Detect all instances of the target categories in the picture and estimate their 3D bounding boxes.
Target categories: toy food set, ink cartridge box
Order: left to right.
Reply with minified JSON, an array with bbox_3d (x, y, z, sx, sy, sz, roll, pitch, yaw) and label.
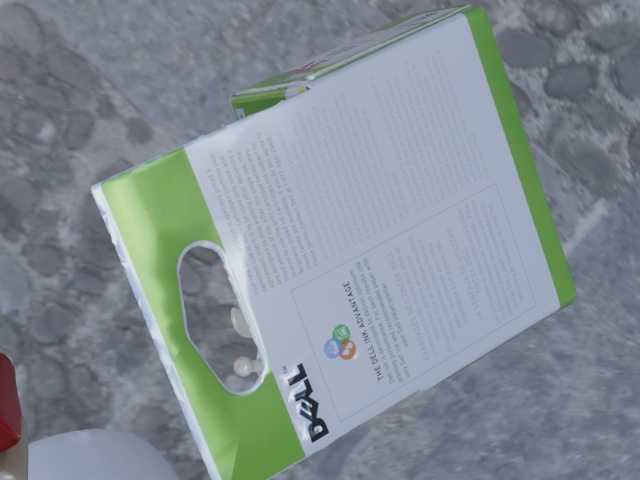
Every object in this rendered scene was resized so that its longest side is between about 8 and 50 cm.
[{"bbox_3d":[-0.290,0.127,1.000,0.111,0.232,0.104,-31,31,8],"label":"toy food set"},{"bbox_3d":[0.000,0.000,0.744,0.255,0.097,0.189,-27,105,-26],"label":"ink cartridge box"}]

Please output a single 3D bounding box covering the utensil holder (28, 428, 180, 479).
[{"bbox_3d":[-0.191,0.417,1.230,0.327,0.327,0.385,-48,54,8],"label":"utensil holder"}]

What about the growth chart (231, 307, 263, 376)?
[{"bbox_3d":[0.003,0.003,1.106,0.021,0.172,0.237,-3,77,55],"label":"growth chart"}]
